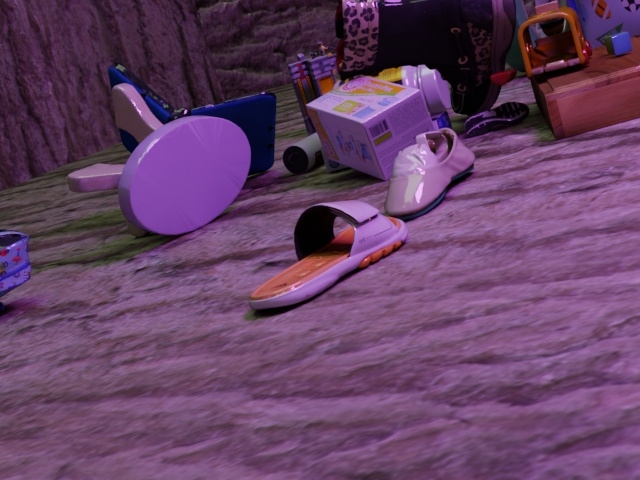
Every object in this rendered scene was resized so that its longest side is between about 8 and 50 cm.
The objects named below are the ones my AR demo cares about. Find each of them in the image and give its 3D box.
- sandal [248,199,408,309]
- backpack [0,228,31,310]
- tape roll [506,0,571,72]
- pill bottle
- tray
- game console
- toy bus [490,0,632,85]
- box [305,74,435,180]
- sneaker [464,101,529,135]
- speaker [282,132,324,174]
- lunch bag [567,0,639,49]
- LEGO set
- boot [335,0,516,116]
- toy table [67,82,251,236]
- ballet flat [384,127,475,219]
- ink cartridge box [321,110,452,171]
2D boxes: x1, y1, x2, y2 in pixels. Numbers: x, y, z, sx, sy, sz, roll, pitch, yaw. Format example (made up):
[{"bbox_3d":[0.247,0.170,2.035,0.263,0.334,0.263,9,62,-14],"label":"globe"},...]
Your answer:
[{"bbox_3d":[0.008,-0.001,1.369,0.102,0.076,0.265,-9,14,35],"label":"sandal"},{"bbox_3d":[-0.482,0.053,1.725,0.173,0.117,0.158,-23,12,-27],"label":"backpack"},{"bbox_3d":[0.439,-0.521,2.626,0.077,0.321,0.321,-7,15,35],"label":"tape roll"},{"bbox_3d":[0.139,-0.277,2.405,0.208,0.119,0.119,-13,12,20],"label":"pill bottle"},{"bbox_3d":[0.443,-0.249,1.946,0.203,0.076,0.411,-15,12,9],"label":"tray"},{"bbox_3d":[-0.229,-0.218,2.243,0.173,0.250,0.293,-45,-15,-20],"label":"game console"},{"bbox_3d":[0.368,-0.323,1.958,0.191,0.104,0.202,-22,13,-27],"label":"toy bus"},{"bbox_3d":[0.080,-0.180,1.945,0.114,0.103,0.203,-31,25,-17],"label":"box"},{"bbox_3d":[0.289,-0.203,2.034,0.109,0.040,0.044,-15,9,10],"label":"sneaker"},{"bbox_3d":[-0.014,-0.162,2.243,0.055,0.055,0.136,-10,13,31],"label":"speaker"},{"bbox_3d":[0.618,-0.549,2.341,0.239,0.385,0.328,-24,14,-32],"label":"lunch bag"},{"bbox_3d":[0.087,-0.350,2.649,0.255,0.192,0.331,-22,12,-22],"label":"LEGO set"},{"bbox_3d":[0.168,-0.319,2.094,0.284,0.138,0.377,-4,-18,-3],"label":"boot"},{"bbox_3d":[-0.257,-0.116,1.960,0.161,0.252,0.274,12,14,36],"label":"toy table"},{"bbox_3d":[0.136,-0.097,1.635,0.086,0.086,0.248,-12,13,25],"label":"ballet flat"},{"bbox_3d":[0.114,-0.168,2.102,0.207,0.046,0.097,-13,11,20],"label":"ink cartridge box"}]
